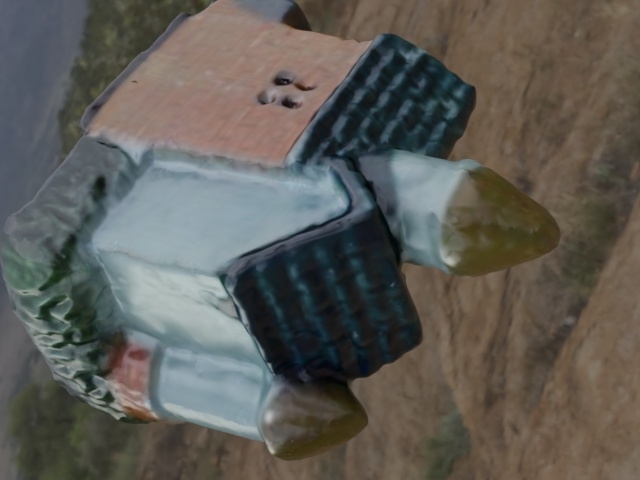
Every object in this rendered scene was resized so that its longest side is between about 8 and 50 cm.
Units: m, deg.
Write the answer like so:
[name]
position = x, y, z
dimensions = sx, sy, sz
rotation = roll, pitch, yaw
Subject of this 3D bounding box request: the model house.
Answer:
[model house]
position = 0.000, 0.000, 0.621
dimensions = 0.291, 0.184, 0.253
rotation = 11, 49, 36
